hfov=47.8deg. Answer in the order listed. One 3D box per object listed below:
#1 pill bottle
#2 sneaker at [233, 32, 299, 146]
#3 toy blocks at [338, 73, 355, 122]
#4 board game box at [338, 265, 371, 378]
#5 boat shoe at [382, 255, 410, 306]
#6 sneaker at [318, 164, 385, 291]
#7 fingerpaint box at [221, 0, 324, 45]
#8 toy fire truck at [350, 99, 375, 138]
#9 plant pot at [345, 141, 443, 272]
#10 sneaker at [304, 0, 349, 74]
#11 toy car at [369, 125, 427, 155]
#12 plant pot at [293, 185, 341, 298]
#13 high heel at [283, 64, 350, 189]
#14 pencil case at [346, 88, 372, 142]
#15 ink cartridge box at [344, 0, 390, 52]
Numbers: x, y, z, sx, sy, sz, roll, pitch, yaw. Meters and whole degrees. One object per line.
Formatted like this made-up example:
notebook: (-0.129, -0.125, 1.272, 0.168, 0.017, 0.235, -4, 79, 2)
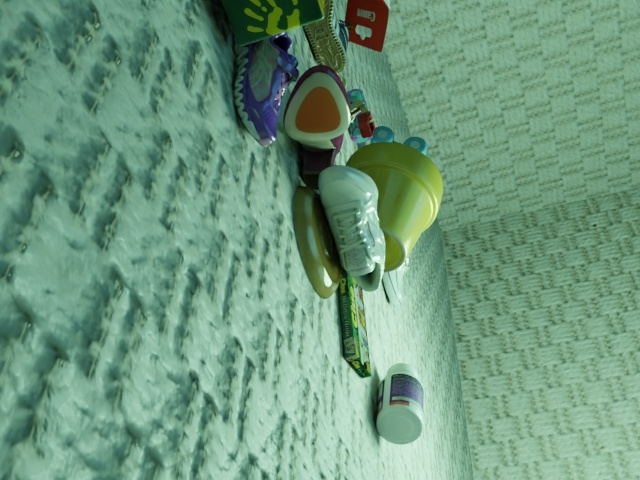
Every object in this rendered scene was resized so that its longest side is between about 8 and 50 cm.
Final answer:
pill bottle: (0.190, 0.377, 1.704, 0.193, 0.108, 0.108, -73, 147, -63)
sneaker: (-0.087, -0.274, 1.237, 0.095, 0.104, 0.237, 53, 29, -61)
toy blocks: (0.059, -0.390, 1.999, 0.148, 0.054, 0.123, 24, 54, -72)
board game box: (0.073, 0.163, 1.615, 0.136, 0.030, 0.260, 53, 28, -54)
boat shoe: (0.226, 0.061, 2.168, 0.096, 0.088, 0.268, 46, 33, -64)
sneaker: (0.078, -0.022, 1.489, 0.152, 0.114, 0.305, -90, 161, -47)
fingerpaint box: (-0.122, -0.602, 1.256, 0.445, 0.163, 0.371, -89, 161, -55)
toy fire truck: (0.064, -0.315, 1.786, 0.192, 0.135, 0.047, -87, 159, -46)
plant pot: (0.147, -0.064, 1.719, 0.254, 0.254, 0.239, 65, 34, -39)
sneaker: (0.007, -0.590, 1.892, 0.153, 0.099, 0.282, -80, 156, -55)
toy car: (0.206, -0.183, 2.220, 0.219, 0.210, 0.238, 83, 31, -61)
plant pot: (0.000, 0.000, 1.470, 0.236, 0.032, 0.236, -14, 90, -76)
high heel: (-0.005, -0.262, 1.409, 0.377, 0.127, 0.181, 101, -7, -65)
pencil case: (0.110, -0.373, 2.161, 0.064, 0.070, 0.152, 146, -66, -69)
ink cartridge box: (0.114, -0.795, 2.212, 0.308, 0.091, 0.385, -135, -134, -58)
